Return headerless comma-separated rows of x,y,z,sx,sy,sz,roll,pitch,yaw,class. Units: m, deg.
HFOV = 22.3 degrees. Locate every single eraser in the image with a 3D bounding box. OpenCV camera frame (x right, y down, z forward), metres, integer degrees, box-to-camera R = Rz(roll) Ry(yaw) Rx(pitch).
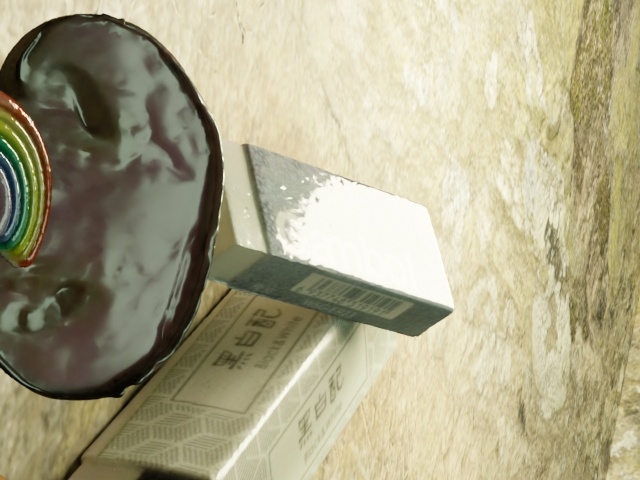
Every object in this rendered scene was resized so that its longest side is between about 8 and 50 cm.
-0.056,0.122,1.065,0.404,0.096,0.098,-52,143,-56,eraser
0.000,0.000,1.089,0.212,0.046,0.092,17,49,-44,eraser

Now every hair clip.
-0.175,-0.059,0.702,0.188,0.033,0.060,43,60,-40,hair clip

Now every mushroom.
-0.126,-0.015,0.822,0.117,0.141,0.188,167,-70,-75,mushroom

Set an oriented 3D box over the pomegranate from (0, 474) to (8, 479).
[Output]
-0.182,0.162,0.616,0.191,0.191,0.191,6,90,-69,pomegranate
